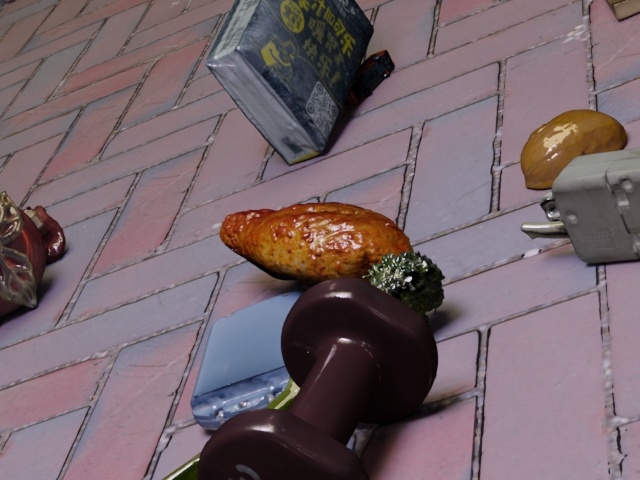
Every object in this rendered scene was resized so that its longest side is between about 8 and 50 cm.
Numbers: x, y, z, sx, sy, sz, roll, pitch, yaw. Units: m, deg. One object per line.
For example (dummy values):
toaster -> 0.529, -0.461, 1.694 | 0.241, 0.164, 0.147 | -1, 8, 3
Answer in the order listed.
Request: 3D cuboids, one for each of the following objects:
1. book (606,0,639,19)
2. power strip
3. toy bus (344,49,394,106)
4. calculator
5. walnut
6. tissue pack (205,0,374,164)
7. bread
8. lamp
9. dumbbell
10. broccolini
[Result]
book -> 0.427, -0.352, 2.073 | 0.161, 0.026, 0.231 | -23, 23, 9
power strip -> 0.298, -0.034, 1.423 | 0.288, 0.093, 0.053 | -6, 29, 40
toy bus -> 0.059, -0.218, 2.185 | 0.043, 0.031, 0.110 | -10, 26, 41
calculator -> -0.060, 0.112, 1.576 | 0.121, 0.039, 0.210 | -19, 23, 12
walnut -> 0.256, -0.103, 1.680 | 0.121, 0.052, 0.091 | -32, 25, -8
tissue pack -> -0.032, -0.250, 2.086 | 0.081, 0.185, 0.257 | -18, 35, 35
bread -> -0.006, -0.001, 1.656 | 0.139, 0.095, 0.269 | 10, 7, -30
lamp -> -0.418, 0.012, 2.056 | 0.215, 0.151, 0.223 | -31, 20, -21
dumbbell -> 0.002, 0.141, 1.309 | 0.124, 0.140, 0.225 | -59, 0, 39
broccolini -> -0.046, 0.132, 1.451 | 0.392, 0.078, 0.074 | -34, 41, -19
